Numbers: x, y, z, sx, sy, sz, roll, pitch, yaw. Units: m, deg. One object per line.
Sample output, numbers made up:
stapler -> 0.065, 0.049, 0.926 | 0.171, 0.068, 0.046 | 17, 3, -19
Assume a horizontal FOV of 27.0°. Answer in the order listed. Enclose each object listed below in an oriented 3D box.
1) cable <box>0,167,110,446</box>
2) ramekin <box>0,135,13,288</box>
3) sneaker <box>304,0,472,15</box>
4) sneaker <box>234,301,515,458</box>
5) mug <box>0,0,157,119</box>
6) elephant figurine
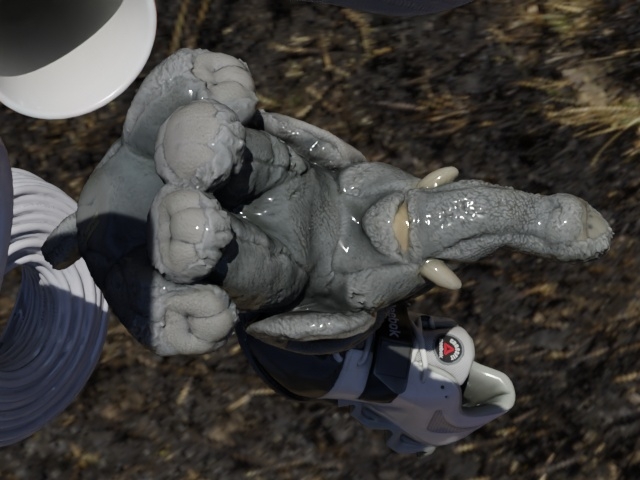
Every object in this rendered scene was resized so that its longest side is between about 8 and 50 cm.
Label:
cable -> -0.297, 0.061, 1.222 | 0.089, 0.257, 0.257 | 13, 108, 33
ramekin -> -0.311, 0.036, 0.815 | 0.135, 0.277, 0.277 | 18, 110, 7
sneaker -> 0.001, -0.245, 0.846 | 0.108, 0.292, 0.169 | -11, 85, 32
sneaker -> 0.060, 0.100, 1.254 | 0.146, 0.330, 0.122 | -25, 53, 33
mug -> -0.183, -0.180, 0.840 | 0.169, 0.113, 0.150 | 48, 131, 46
elephant figurine -> 0.000, 0.000, 0.744 | 0.186, 0.239, 0.169 | 52, 125, 48
